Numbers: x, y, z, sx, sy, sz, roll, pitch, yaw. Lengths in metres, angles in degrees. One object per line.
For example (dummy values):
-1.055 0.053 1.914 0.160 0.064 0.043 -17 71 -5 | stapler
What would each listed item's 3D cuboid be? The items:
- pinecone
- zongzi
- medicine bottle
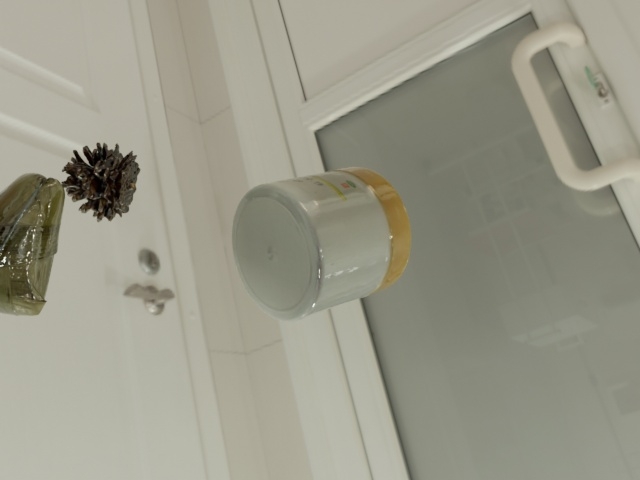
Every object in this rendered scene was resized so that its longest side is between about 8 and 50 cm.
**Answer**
-0.374 -0.102 1.082 0.120 0.140 0.140 19 152 -6 | pinecone
-0.520 -0.010 0.951 0.242 0.221 0.112 13 177 -22 | zongzi
0.000 0.000 1.113 0.231 0.238 0.238 -14 163 -42 | medicine bottle
